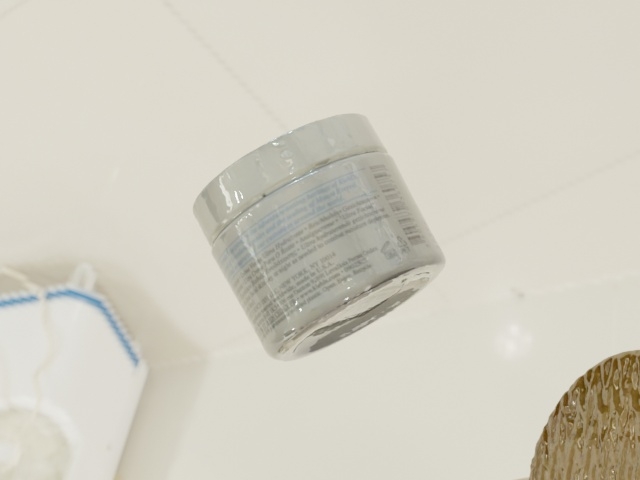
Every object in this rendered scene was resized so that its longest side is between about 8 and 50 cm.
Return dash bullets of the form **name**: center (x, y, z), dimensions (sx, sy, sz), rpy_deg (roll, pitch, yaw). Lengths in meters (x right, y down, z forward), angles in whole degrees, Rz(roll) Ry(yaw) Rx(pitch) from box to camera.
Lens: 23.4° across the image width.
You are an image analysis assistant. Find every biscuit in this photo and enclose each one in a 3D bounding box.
- **biscuit**: center (0.258, 0.219, 1.247), dimensions (0.037, 0.262, 0.262), rpy_deg (13, 139, -32)

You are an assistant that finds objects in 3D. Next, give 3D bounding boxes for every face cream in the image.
- **face cream**: center (0.000, 0.000, 1.321), dimensions (0.177, 0.177, 0.153), rpy_deg (-36, 76, 36)

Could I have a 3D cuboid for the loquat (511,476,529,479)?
- **loquat**: center (0.227, 0.346, 1.520), dimensions (0.235, 0.235, 0.235), rpy_deg (6, 134, 7)
